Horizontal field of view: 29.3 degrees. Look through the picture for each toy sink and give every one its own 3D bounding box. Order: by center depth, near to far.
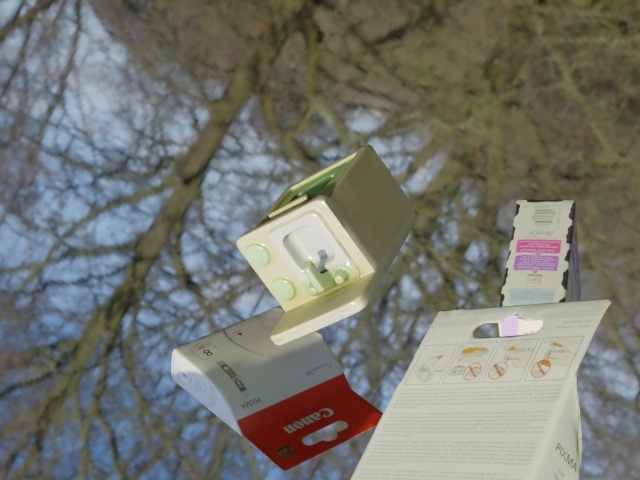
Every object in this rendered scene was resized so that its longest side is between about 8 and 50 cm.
[{"bbox_3d":[0.000,0.000,1.553,0.131,0.153,0.234,54,-144,-14],"label":"toy sink"}]

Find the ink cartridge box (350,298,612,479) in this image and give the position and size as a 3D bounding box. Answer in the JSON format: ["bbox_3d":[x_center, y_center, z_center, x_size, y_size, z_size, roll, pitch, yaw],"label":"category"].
[{"bbox_3d":[0.098,0.119,0.748,0.145,0.179,0.045,-9,129,47],"label":"ink cartridge box"}]

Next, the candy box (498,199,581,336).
[{"bbox_3d":[0.247,0.077,1.361,0.070,0.165,0.196,0,-141,16],"label":"candy box"}]

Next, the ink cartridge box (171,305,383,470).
[{"bbox_3d":[-0.051,0.184,1.588,0.189,0.066,0.232,-20,-145,-38],"label":"ink cartridge box"}]
